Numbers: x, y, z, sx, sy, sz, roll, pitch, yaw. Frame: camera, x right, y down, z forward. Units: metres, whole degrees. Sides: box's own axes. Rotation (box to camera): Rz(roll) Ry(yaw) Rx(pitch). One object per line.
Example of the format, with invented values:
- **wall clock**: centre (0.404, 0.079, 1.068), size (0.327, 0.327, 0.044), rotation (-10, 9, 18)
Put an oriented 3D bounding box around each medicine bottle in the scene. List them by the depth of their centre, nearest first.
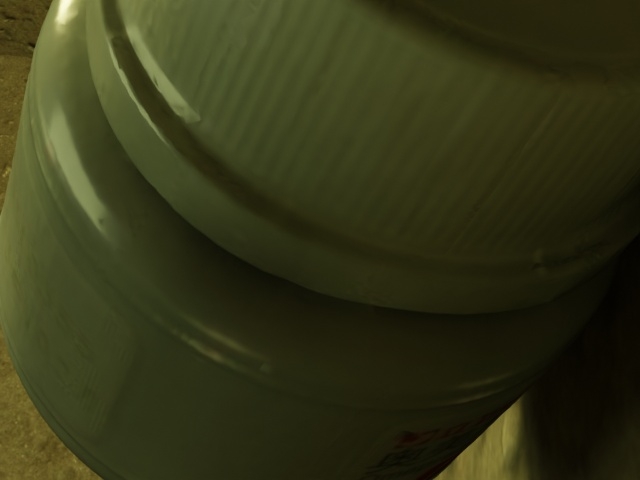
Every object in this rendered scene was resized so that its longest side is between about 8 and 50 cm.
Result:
- **medicine bottle**: centre (0.007, -0.042, 0.482), size (0.306, 0.245, 0.245), rotation (120, 155, -52)
